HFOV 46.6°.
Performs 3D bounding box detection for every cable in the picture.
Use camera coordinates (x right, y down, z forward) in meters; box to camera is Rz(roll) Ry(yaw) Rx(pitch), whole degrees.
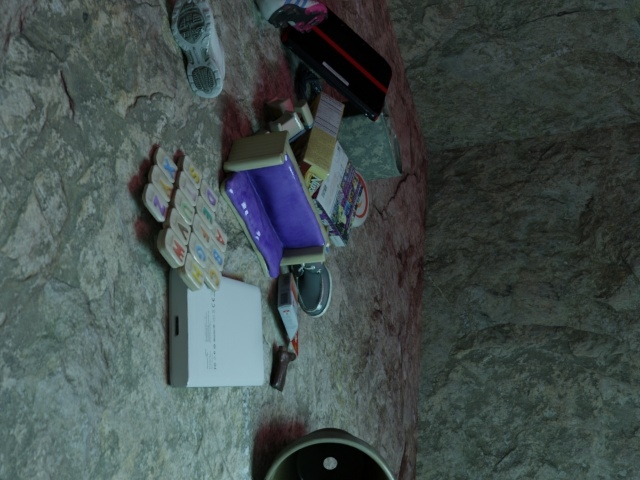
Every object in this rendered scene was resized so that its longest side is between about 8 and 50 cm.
[{"bbox_3d":[-0.038,-0.467,2.356,0.184,0.047,0.150,-73,146,-46],"label":"cable"}]

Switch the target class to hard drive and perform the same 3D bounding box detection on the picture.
[{"bbox_3d":[-0.213,0.192,1.573,0.353,0.047,0.232,27,58,-68],"label":"hard drive"}]

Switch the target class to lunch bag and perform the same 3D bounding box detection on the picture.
[{"bbox_3d":[0.139,-0.327,2.525,0.169,0.236,0.286,-76,154,-53],"label":"lunch bag"}]

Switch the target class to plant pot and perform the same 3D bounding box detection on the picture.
[{"bbox_3d":[0.021,0.592,1.818,0.280,0.323,0.323,-85,167,-85],"label":"plant pot"}]

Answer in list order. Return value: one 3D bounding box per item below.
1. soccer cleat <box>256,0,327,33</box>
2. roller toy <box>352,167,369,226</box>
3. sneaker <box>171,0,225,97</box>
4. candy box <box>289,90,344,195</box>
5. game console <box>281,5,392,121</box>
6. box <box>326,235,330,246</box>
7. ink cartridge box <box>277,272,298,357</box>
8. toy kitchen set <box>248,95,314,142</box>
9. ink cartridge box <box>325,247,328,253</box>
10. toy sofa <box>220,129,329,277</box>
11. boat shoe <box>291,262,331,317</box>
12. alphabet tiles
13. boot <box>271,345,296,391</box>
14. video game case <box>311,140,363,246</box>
[{"bbox_3d":[-0.082,-0.686,2.132,0.143,0.116,0.331,58,25,2],"label":"soccer cleat"},{"bbox_3d":[0.051,-0.129,2.335,0.209,0.146,0.191,-18,100,-61],"label":"roller toy"},{"bbox_3d":[-0.258,-0.434,1.611,0.115,0.091,0.232,-78,164,-60],"label":"sneaker"},{"bbox_3d":[-0.033,-0.246,2.051,0.088,0.183,0.316,28,43,-17],"label":"candy box"},{"bbox_3d":[0.063,-0.580,2.372,0.387,0.060,0.342,38,40,-16],"label":"game console"},{"bbox_3d":[-0.017,-0.087,2.184,0.164,0.021,0.201,-158,-123,-73],"label":"box"},{"bbox_3d":[-0.069,0.198,1.971,0.145,0.045,0.179,-94,165,-57],"label":"ink cartridge box"},{"bbox_3d":[-0.126,-0.277,1.977,0.207,0.166,0.122,-40,126,-25],"label":"toy kitchen set"},{"bbox_3d":[0.000,0.000,2.289,0.028,0.048,0.083,54,35,-57],"label":"ink cartridge box"},{"bbox_3d":[-0.103,-0.077,1.835,0.177,0.150,0.362,-81,156,-43],"label":"toy sofa"},{"bbox_3d":[-0.046,0.052,2.044,0.099,0.116,0.319,26,55,-62],"label":"boat shoe"},{"bbox_3d":[-0.258,-0.041,1.474,0.284,0.021,0.278,-89,156,-47],"label":"alphabet tiles"},{"bbox_3d":[-0.095,0.339,1.910,0.106,0.037,0.114,52,39,-59],"label":"boot"},{"bbox_3d":[0.046,-0.136,2.130,0.210,0.042,0.232,56,40,-43],"label":"video game case"}]
